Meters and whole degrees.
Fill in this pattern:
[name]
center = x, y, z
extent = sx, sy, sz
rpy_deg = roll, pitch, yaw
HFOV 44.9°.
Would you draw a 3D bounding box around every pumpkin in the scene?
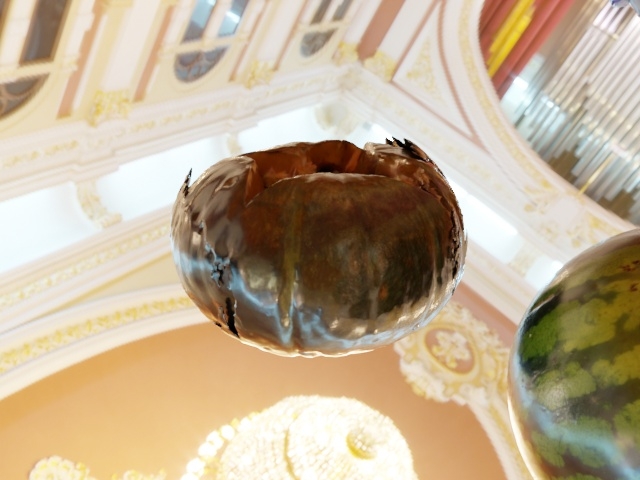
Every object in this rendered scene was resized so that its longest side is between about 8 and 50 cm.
[pumpkin]
center = 0.000, 0.000, 0.818
extent = 0.320, 0.192, 0.320
rpy_deg = -2, -162, 1

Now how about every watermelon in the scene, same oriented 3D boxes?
[watermelon]
center = 0.300, 0.126, 0.641
extent = 0.285, 0.285, 0.285
rpy_deg = 22, -146, -16

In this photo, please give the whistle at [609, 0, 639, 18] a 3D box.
[whistle]
center = 0.158, -0.138, 0.395
extent = 0.033, 0.029, 0.083
rpy_deg = -16, -99, -50
